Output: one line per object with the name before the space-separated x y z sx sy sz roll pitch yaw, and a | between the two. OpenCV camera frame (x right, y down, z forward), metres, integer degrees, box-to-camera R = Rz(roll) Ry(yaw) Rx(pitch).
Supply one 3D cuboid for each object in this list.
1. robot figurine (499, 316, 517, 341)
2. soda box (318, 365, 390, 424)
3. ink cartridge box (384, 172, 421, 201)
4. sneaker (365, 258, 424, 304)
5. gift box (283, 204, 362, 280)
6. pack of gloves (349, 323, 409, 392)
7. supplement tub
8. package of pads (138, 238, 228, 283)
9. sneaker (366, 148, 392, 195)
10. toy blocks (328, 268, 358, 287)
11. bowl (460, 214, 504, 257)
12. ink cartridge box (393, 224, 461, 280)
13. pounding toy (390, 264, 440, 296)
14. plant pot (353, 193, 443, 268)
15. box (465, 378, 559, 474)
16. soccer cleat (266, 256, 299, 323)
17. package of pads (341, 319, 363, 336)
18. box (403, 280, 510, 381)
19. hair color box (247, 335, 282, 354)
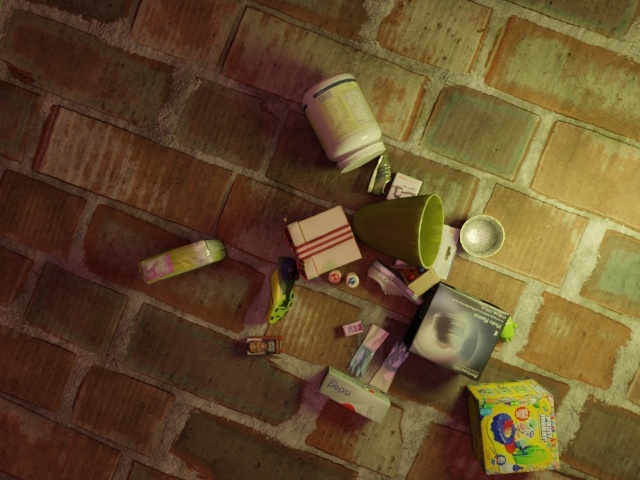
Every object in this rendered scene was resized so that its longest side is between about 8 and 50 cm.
robot figurine | 0.745 0.351 1.734 0.101 0.067 0.115 -10 92 -24
soda box | 0.140 0.638 1.770 0.287 0.091 0.098 28 94 3
ink cartridge box | 0.332 -0.190 1.745 0.109 0.063 0.150 22 94 3
sneaker | 0.301 0.186 1.748 0.258 0.094 0.091 40 106 16
gift box | 0.000 0.000 1.674 0.258 0.276 0.254 -22 85 6
pack of gloves | 0.246 0.498 1.783 0.195 0.046 0.232 29 94 3
supplement tub | 0.092 -0.451 1.666 0.236 0.235 0.324 -27 90 4
package of pads | -0.549 0.078 1.728 0.297 0.229 0.101 -19 91 4
sneaker | 0.258 -0.273 1.752 0.086 0.064 0.192 20 93 -5
toy blocks | 0.093 0.155 1.729 0.124 0.148 0.054 10 92 3
bowl | 0.639 -0.018 1.722 0.170 0.080 0.169 0 91 3
ink cartridge box | 0.437 0.031 1.753 0.224 0.045 0.223 16 94 3
pounding toy | 0.371 0.128 1.683 0.130 0.141 0.100 -40 115 15
plant pot | 0.285 -0.047 1.636 0.294 0.275 0.274 7 93 32
box | 0.752 0.729 1.693 0.280 0.177 0.289 -7 92 3
soccer cleat | -0.173 0.206 1.793 0.121 0.093 0.288 24 99 33
package of pads | 0.135 0.369 1.792 0.084 0.032 0.050 -17 93 4
box | 0.530 0.347 1.693 0.297 0.183 0.293 24 94 3
hair color box | -0.237 0.443 1.812 0.141 0.043 0.071 -3 93 4
